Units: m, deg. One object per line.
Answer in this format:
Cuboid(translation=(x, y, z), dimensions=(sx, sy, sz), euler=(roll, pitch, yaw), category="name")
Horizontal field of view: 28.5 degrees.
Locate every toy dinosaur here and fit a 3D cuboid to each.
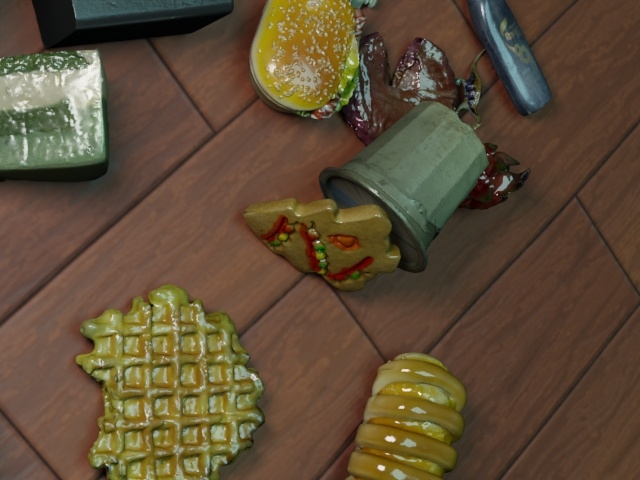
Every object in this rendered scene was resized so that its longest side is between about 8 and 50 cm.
Cuboid(translation=(0.246, -0.245, 2.088), dimensions=(0.037, 0.058, 0.180), euler=(32, 49, -41), category="toy dinosaur")

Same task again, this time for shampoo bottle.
Cuboid(translation=(0.315, -0.327, 2.130), dimensions=(0.087, 0.049, 0.234), euler=(-41, 108, -39), category="shampoo bottle")

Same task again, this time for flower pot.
Cuboid(translation=(0.141, -0.088, 1.898), dimensions=(0.202, 0.212, 0.212), euler=(-42, 108, -17), category="flower pot")

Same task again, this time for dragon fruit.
Cuboid(translation=(0.254, -0.109, 2.037), dimensions=(0.142, 0.121, 0.130), euler=(18, 58, -16), category="dragon fruit")

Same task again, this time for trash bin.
Cuboid(translation=(-0.259, -0.332, 1.715), dimensions=(0.225, 0.165, 0.115), euler=(-16, 96, -29), category="trash bin")

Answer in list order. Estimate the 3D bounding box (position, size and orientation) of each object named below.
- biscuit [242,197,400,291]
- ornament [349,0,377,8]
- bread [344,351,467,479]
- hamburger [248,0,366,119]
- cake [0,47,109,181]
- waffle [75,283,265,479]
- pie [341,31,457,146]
Cuboid(translation=(0.000, 0.000, 1.848), dimensions=(0.238, 0.212, 0.041), euler=(17, 57, -3), category="biscuit")
Cuboid(translation=(0.047, -0.384, 1.977), dimensions=(0.092, 0.041, 0.068), euler=(35, 92, -37), category="ornament")
Cuboid(translation=(0.133, 0.323, 1.932), dimensions=(0.172, 0.121, 0.311), euler=(23, 74, -27), category="bread")
Cuboid(translation=(-0.019, -0.285, 1.885), dimensions=(0.173, 0.116, 0.210), euler=(26, 73, -25), category="hamburger")
Cuboid(translation=(-0.399, -0.163, 1.614), dimensions=(0.283, 0.172, 0.158), euler=(-1, 85, -30), category="cake")
Cuboid(translation=(-0.215, 0.220, 1.763), dimensions=(0.281, 0.058, 0.301), euler=(-28, 99, -30), category="waffle")
Cuboid(translation=(0.127, -0.234, 2.006), dimensions=(0.218, 0.054, 0.204), euler=(-16, 95, -31), category="pie")
